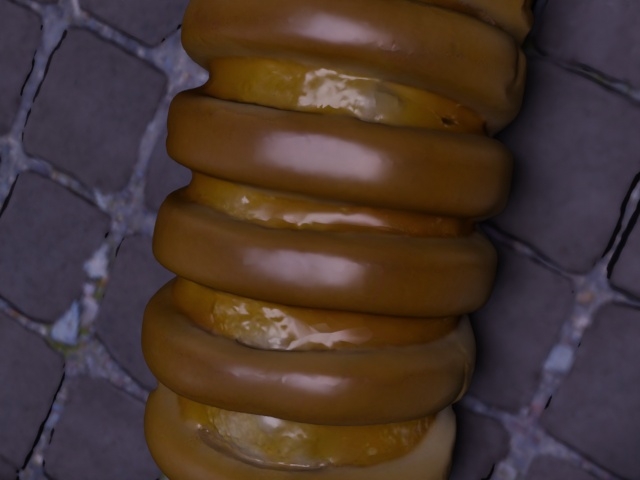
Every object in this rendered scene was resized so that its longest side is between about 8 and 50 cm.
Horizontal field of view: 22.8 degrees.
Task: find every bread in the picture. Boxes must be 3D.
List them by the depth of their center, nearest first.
[{"bbox_3d":[0.000,0.000,0.756,0.172,0.121,0.311,10,98,22],"label":"bread"}]
